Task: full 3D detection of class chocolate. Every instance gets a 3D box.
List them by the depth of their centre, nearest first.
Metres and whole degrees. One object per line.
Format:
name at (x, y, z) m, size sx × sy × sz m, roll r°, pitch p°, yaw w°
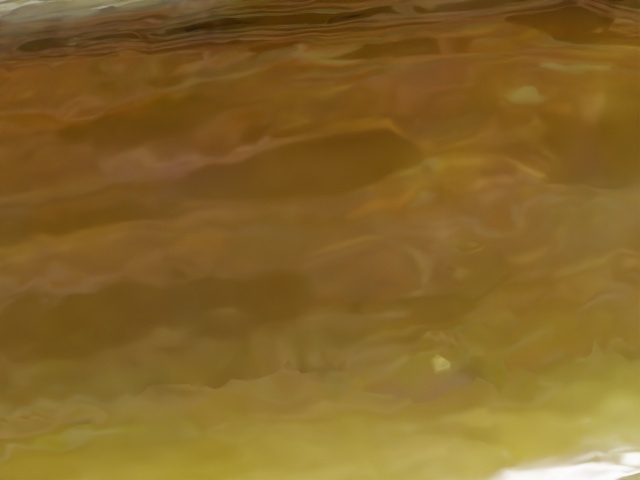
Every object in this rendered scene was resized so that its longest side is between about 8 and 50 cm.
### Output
chocolate at (0.000, 0.000, 0.409) m, size 0.445 × 0.162 × 0.162 m, roll -10°, pitch -118°, yaw 23°
